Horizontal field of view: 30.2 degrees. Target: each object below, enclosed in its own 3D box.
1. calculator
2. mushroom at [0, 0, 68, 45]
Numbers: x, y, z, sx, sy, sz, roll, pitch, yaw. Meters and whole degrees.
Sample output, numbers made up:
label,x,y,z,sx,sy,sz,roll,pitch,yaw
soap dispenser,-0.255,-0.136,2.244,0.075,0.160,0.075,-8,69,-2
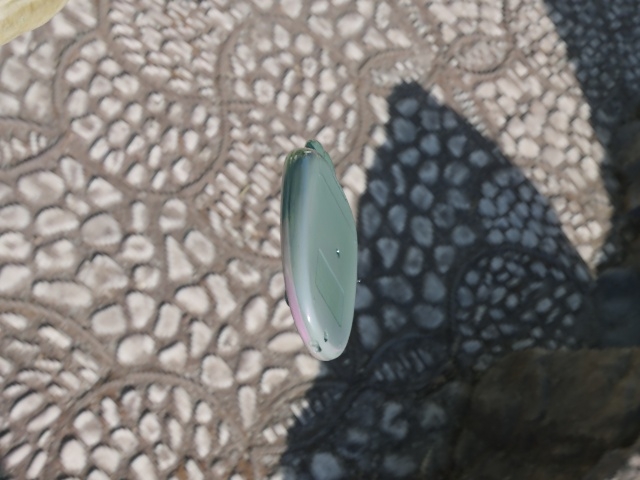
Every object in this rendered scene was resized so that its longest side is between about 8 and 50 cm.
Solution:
label,x,y,z,sx,sy,sz,roll,pitch,yaw
calculator,0.000,0.000,1.371,0.185,0.041,0.299,61,24,-44
mushroom,-0.391,-0.349,1.393,0.254,0.234,0.260,4,95,-36
